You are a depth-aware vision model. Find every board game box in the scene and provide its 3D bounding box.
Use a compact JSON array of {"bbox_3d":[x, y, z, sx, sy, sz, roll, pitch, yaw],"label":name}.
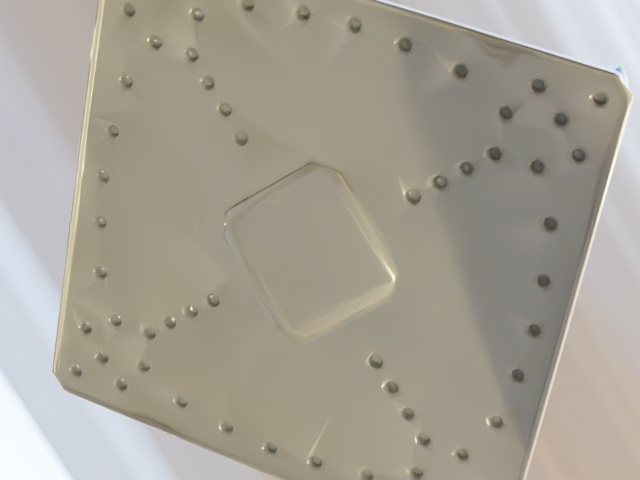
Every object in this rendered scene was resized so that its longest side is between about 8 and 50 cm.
[{"bbox_3d":[0.000,0.000,1.200,0.390,0.390,0.050,19,-153,16],"label":"board game box"}]
